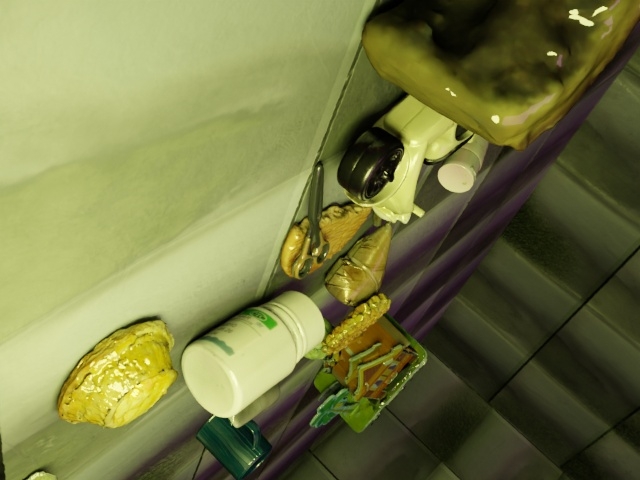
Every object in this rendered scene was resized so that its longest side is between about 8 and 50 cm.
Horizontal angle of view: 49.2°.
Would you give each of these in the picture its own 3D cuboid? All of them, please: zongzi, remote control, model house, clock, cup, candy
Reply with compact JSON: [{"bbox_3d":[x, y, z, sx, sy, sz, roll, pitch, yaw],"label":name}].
[{"bbox_3d":[0.104,0.054,1.492,0.197,0.099,0.194,-52,163,-3],"label":"zongzi"},{"bbox_3d":[-0.144,0.347,1.544,0.044,0.073,0.229,-33,171,20],"label":"remote control"},{"bbox_3d":[0.074,0.363,2.003,0.357,0.242,0.313,-49,147,9],"label":"model house"},{"bbox_3d":[0.170,-0.165,1.130,0.379,0.120,0.276,-43,159,-17],"label":"clock"},{"bbox_3d":[-0.192,0.449,1.562,0.113,0.138,0.150,-43,163,-18],"label":"cup"},{"bbox_3d":[-0.102,0.266,1.510,0.336,0.092,0.093,-27,146,-31],"label":"candy"}]

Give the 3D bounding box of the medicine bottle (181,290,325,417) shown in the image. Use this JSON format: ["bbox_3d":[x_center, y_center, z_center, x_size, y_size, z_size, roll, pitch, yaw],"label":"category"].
[{"bbox_3d":[-0.107,0.182,1.182,0.237,0.139,0.139,-32,157,-45],"label":"medicine bottle"}]

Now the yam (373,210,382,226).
[{"bbox_3d":[0.115,-0.054,1.397,0.021,0.021,0.116,-44,162,-13],"label":"yam"}]

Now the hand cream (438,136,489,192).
[{"bbox_3d":[0.307,-0.221,1.365,0.312,0.070,0.111,-61,174,-39],"label":"hand cream"}]

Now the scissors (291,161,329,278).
[{"bbox_3d":[-0.009,-0.031,1.077,0.088,0.017,0.220,-37,147,-36],"label":"scissors"}]

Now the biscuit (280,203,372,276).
[{"bbox_3d":[-0.001,-0.001,1.205,0.224,0.033,0.144,-24,149,-48],"label":"biscuit"}]

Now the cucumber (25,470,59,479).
[{"bbox_3d":[-0.411,0.382,1.019,0.064,0.064,0.112,-34,161,-39],"label":"cucumber"}]

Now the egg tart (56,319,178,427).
[{"bbox_3d":[-0.260,0.188,0.931,0.191,0.074,0.191,-40,160,-18],"label":"egg tart"}]

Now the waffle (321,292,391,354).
[{"bbox_3d":[0.078,0.178,1.488,0.191,0.038,0.191,-36,164,-12],"label":"waffle"}]

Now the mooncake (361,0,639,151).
[{"bbox_3d":[0.266,-0.314,0.825,0.393,0.246,0.394,-43,167,-36],"label":"mooncake"}]
